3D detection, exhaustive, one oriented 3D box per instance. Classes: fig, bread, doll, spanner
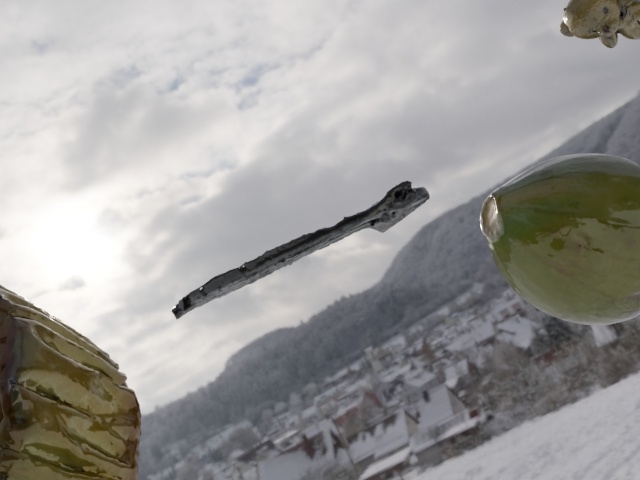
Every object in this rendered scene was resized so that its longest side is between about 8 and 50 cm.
[{"bbox_3d":[0.344,-0.011,0.914,0.271,0.239,0.239,20,-29,-13],"label":"fig"},{"bbox_3d":[-0.248,0.150,0.428,0.254,0.227,0.142,-21,-38,8],"label":"bread"},{"bbox_3d":[0.263,-0.206,0.600,0.093,0.051,0.061,-18,-37,-34],"label":"doll"},{"bbox_3d":[0.000,0.000,0.631,0.326,0.026,0.093,-24,-12,-38],"label":"spanner"}]
